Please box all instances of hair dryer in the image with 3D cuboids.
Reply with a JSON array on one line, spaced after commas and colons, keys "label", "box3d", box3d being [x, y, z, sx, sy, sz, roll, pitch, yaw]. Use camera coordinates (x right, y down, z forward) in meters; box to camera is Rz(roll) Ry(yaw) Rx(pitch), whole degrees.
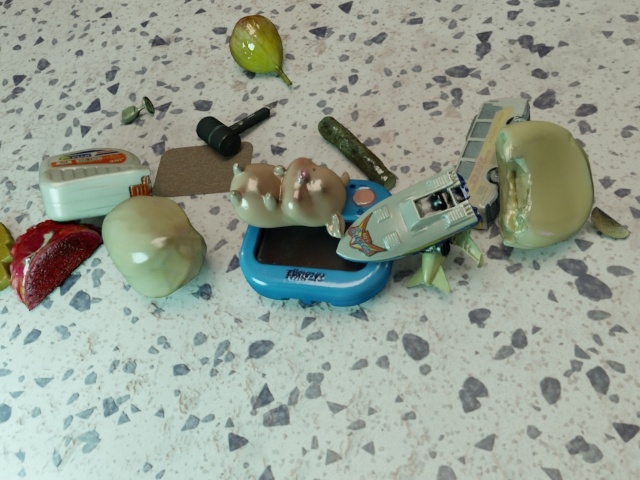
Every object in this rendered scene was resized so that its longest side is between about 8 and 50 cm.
[{"label": "hair dryer", "box3d": [-0.220, -0.320, 1.733, 0.219, 0.071, 0.124, -34, 53, -21]}]

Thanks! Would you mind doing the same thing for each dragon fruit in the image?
[{"label": "dragon fruit", "box3d": [-0.666, 0.025, 1.558, 0.163, 0.189, 0.261, 44, 67, 1]}]

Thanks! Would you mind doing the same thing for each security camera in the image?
[{"label": "security camera", "box3d": [-0.540, -0.379, 1.863, 0.092, 0.058, 0.058, -23, 53, 12]}]

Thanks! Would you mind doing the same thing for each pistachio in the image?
[{"label": "pistachio", "box3d": [-0.396, 0.007, 1.473, 0.332, 0.208, 0.226, 25, 100, 40]}]

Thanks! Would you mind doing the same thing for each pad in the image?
[{"label": "pad", "box3d": [-0.315, -0.192, 1.701, 0.266, 0.002, 0.176, -4, 55, 11]}]

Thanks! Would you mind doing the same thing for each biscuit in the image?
[{"label": "biscuit", "box3d": [-0.863, 0.056, 1.635, 0.212, 0.041, 0.238, -4, 55, 18]}]

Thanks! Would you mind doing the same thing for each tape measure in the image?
[{"label": "tape measure", "box3d": [-0.570, -0.143, 1.611, 0.258, 0.130, 0.265, -13, 29, -19]}]

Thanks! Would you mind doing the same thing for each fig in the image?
[{"label": "fig", "box3d": [-0.158, -0.537, 1.839, 0.159, 0.159, 0.257, -34, 72, -11]}]

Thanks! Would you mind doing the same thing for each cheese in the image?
[{"label": "cheese", "box3d": [0.450, -0.117, 1.326, 0.233, 0.127, 0.266, -6, 88, -27]}]

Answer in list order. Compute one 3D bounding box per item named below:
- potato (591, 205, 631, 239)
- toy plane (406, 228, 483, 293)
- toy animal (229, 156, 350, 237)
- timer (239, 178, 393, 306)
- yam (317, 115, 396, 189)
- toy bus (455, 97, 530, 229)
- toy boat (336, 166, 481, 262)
[{"label": "potato", "box3d": [0.611, -0.036, 1.356, 0.093, 0.036, 0.037, 37, 112, 2]}, {"label": "toy plane", "box3d": [0.248, -0.013, 1.347, 0.229, 0.092, 0.244, 6, 86, 45]}, {"label": "toy animal", "box3d": [-0.066, -0.093, 1.343, 0.250, 0.154, 0.166, 4, 76, 7]}, {"label": "timer", "box3d": [0.000, 0.000, 1.426, 0.340, 0.115, 0.309, 4, 56, 16]}, {"label": "yam", "box3d": [0.090, -0.221, 1.595, 0.061, 0.061, 0.274, -35, 56, -11]}, {"label": "toy bus", "box3d": [0.395, -0.184, 1.477, 0.138, 0.097, 0.342, 11, 60, 28]}, {"label": "toy boat", "box3d": [0.164, -0.031, 1.280, 0.295, 0.088, 0.129, -25, 69, 15]}]
